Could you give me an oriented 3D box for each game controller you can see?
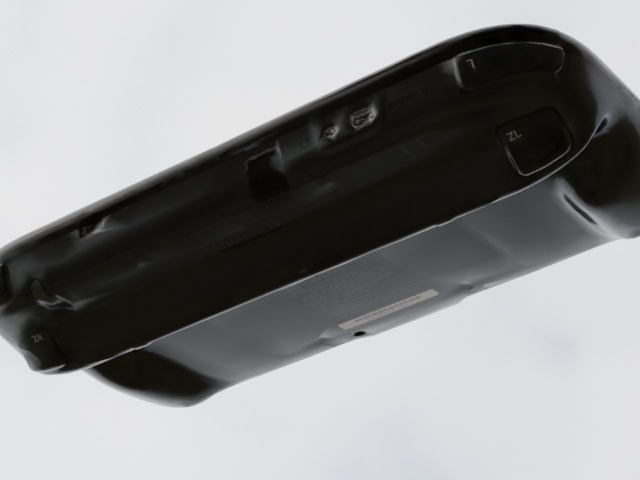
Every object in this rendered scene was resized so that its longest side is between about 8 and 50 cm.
[{"bbox_3d":[0.000,0.000,0.747,0.166,0.319,0.067,23,-129,-54],"label":"game controller"}]
